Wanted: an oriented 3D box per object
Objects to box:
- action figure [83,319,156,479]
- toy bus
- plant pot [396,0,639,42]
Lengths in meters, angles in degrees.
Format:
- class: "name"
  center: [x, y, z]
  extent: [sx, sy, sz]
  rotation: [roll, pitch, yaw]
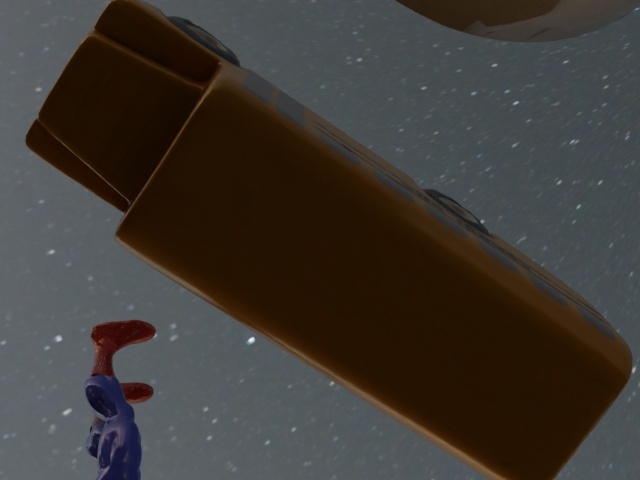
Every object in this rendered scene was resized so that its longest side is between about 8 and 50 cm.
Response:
- class: "action figure"
  center: [-0.095, 0.163, 0.733]
  extent: [0.139, 0.280, 0.091]
  rotation: [1, -59, -6]
- class: "toy bus"
  center: [0.000, 0.000, 0.619]
  extent: [0.332, 0.130, 0.108]
  rotation: [33, -78, -10]
- class: "plant pot"
  center: [0.133, -0.231, 0.384]
  extent: [0.274, 0.256, 0.256]
  rotation: [-17, -83, 65]
